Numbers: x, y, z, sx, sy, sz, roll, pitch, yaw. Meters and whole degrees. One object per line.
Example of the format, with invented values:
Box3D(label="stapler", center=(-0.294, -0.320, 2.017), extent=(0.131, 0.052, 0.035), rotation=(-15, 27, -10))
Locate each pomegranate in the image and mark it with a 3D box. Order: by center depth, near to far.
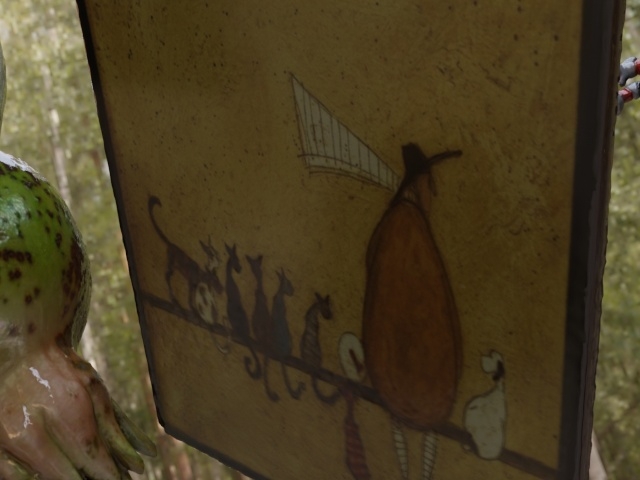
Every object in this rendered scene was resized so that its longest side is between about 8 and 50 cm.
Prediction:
Box3D(label="pomegranate", center=(-0.247, 0.074, 0.800), extent=(0.204, 0.276, 0.222), rotation=(-20, -6, 15))

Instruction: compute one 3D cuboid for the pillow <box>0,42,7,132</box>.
Box3D(label="pillow", center=(-0.168, -0.064, 0.530), extent=(0.055, 0.135, 0.091), rotation=(17, -62, -22))

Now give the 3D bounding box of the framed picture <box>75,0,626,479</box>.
Box3D(label="framed picture", center=(0.000, 0.000, 0.496), extent=(0.014, 0.255, 0.338), rotation=(-38, -44, -40))

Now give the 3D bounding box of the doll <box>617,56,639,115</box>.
Box3D(label="doll", center=(0.214, -0.112, 0.691), extent=(0.039, 0.057, 0.114), rotation=(44, -103, -35))
